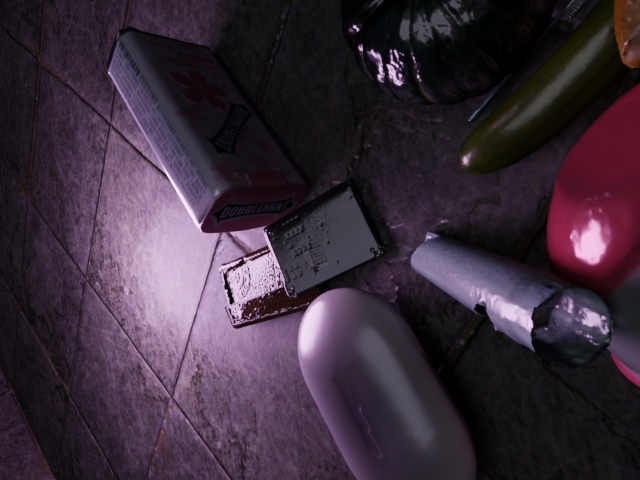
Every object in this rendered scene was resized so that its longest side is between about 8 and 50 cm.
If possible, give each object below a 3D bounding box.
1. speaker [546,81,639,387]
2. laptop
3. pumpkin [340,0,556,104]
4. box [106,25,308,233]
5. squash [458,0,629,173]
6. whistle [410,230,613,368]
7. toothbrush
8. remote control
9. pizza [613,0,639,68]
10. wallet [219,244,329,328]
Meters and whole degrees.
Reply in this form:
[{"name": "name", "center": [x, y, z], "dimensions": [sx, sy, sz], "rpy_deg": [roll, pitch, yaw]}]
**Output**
[{"name": "speaker", "center": [0.335, 0.004, 0.327], "dimensions": [0.294, 0.294, 0.294], "rpy_deg": [7, 101, 40]}, {"name": "laptop", "center": [0.000, 0.000, 0.688], "dimensions": [0.180, 0.016, 0.129], "rpy_deg": [-28, 78, 23]}, {"name": "pumpkin", "center": [0.129, -0.254, 0.471], "dimensions": [0.220, 0.162, 0.220], "rpy_deg": [5, 100, 30]}, {"name": "box", "center": [-0.194, -0.188, 0.740], "dimensions": [0.112, 0.190, 0.370], "rpy_deg": [-50, 64, 33]}, {"name": "squash", "center": [0.243, -0.156, 0.450], "dimensions": [0.258, 0.069, 0.069], "rpy_deg": [-48, 66, 35]}, {"name": "whistle", "center": [0.155, 0.037, 0.447], "dimensions": [0.062, 0.312, 0.062], "rpy_deg": [-1, 98, -5]}, {"name": "toothbrush", "center": [0.226, -0.198, 0.495], "dimensions": [0.014, 0.011, 0.167], "rpy_deg": [50, 125, 17]}, {"name": "remote control", "center": [0.079, 0.223, 0.623], "dimensions": [0.221, 0.103, 0.332], "rpy_deg": [-43, 69, 42]}, {"name": "pizza", "center": [0.361, -0.257, 0.300], "dimensions": [0.226, 0.086, 0.335], "rpy_deg": [40, 105, 28]}, {"name": "wallet", "center": [-0.094, 0.075, 0.791], "dimensions": [0.243, 0.039, 0.133], "rpy_deg": [-21, 81, 40]}]
